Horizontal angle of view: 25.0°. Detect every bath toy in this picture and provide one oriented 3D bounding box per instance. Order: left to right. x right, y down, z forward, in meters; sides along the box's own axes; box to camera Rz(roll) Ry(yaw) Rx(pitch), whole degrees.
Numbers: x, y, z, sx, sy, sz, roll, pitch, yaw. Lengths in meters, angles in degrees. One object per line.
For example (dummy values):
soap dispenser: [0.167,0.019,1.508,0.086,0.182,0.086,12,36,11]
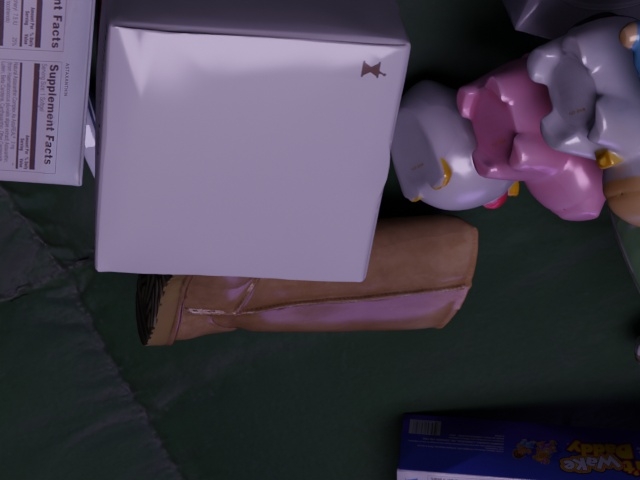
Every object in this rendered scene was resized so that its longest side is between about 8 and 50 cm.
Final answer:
bath toy: [0.185,-0.079,1.046,0.129,0.348,0.151,-16,94,-28]

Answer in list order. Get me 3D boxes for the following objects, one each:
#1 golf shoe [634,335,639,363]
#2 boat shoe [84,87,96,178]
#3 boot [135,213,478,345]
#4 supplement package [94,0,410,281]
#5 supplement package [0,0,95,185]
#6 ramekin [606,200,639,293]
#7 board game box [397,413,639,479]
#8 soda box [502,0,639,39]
golf shoe: [0.372,0.065,1.315,0.186,0.067,0.086,-17,100,6]
boat shoe: [-0.133,-0.062,1.144,0.083,0.065,0.183,-22,133,3]
boot: [0.000,0.000,1.150,0.269,0.089,0.236,-3,150,-19]
supplement package: [-0.060,-0.130,0.955,0.175,0.293,0.177,3,125,-10]
supplement package: [-0.281,-0.176,0.947,0.262,0.199,0.198,3,126,-11]
ramekin: [0.354,0.020,1.132,0.148,0.303,0.303,-31,125,24]
board game box: [0.249,0.289,1.397,0.347,0.078,0.233,3,127,7]
soda box: [0.222,-0.277,1.008,0.091,0.098,0.286,13,124,-17]
